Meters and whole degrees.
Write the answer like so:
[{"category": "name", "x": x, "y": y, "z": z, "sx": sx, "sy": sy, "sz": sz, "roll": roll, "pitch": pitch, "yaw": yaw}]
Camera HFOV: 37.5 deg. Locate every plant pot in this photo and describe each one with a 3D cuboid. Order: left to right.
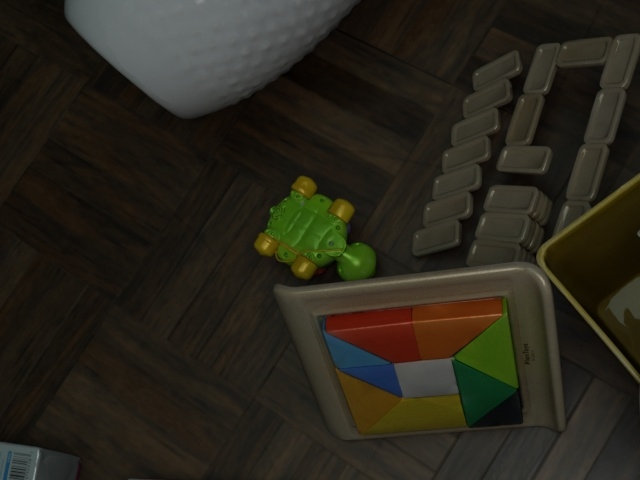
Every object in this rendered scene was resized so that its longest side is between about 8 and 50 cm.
[{"category": "plant pot", "x": 0.336, "y": 0.052, "z": 0.808, "sx": 0.212, "sy": 0.187, "sz": 0.212, "roll": -37, "pitch": 68, "yaw": 2}]

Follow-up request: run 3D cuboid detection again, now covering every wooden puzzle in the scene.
[{"category": "wooden puzzle", "x": 0.093, "y": 0.114, "z": 0.845, "sx": 0.239, "sy": 0.221, "sz": 0.044, "roll": -4, "pitch": 44, "yaw": 16}]

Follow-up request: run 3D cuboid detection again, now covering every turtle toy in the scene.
[{"category": "turtle toy", "x": 0.000, "y": 0.000, "z": 0.978, "sx": 0.130, "sy": 0.066, "sz": 0.095, "roll": 32, "pitch": 84, "yaw": 20}]

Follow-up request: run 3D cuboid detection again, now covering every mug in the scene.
[{"category": "mug", "x": -0.121, "y": -0.319, "z": 0.945, "sx": 0.328, "sy": 0.374, "sz": 0.276, "roll": -48, "pitch": 53, "yaw": 5}]

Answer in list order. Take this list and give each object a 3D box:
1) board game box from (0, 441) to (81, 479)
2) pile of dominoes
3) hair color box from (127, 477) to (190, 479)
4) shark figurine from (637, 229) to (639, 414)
[{"category": "board game box", "x": -0.425, "y": 0.313, "z": 0.984, "sx": 0.304, "sy": 0.097, "sz": 0.224, "roll": 5, "pitch": 74, "yaw": 15}, {"category": "pile of dominoes", "x": 0.207, "y": -0.081, "z": 0.940, "sx": 0.196, "sy": 0.040, "sz": 0.251, "roll": 7, "pitch": 72, "yaw": 48}, {"category": "hair color box", "x": -0.124, "y": 0.276, "z": 0.942, "sx": 0.141, "sy": 0.043, "sz": 0.072, "roll": -1, "pitch": 74, "yaw": 16}, {"category": "shark figurine", "x": 0.273, "y": 0.074, "z": 0.660, "sx": 0.166, "sy": 0.116, "sz": 0.278, "roll": 26, "pitch": 80, "yaw": 22}]
